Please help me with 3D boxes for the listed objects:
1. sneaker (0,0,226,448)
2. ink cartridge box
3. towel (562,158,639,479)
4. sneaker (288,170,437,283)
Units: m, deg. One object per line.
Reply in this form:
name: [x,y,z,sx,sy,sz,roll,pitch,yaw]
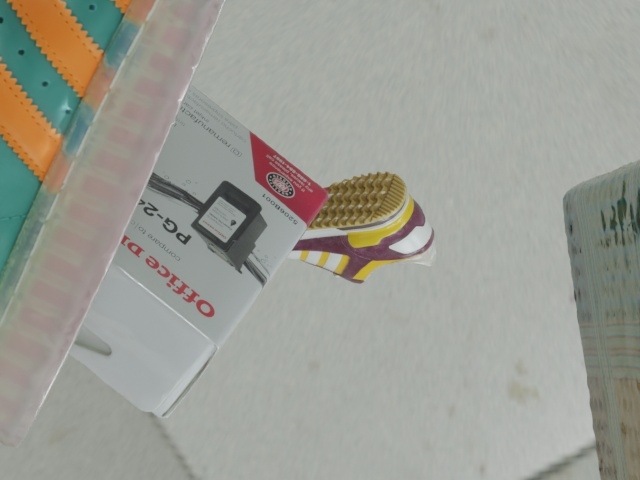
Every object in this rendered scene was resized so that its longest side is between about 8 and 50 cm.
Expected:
sneaker: [-0.096,-0.083,0.608,0.121,0.108,0.302,22,103,-10]
ink cartridge box: [-0.076,-0.001,0.944,0.109,0.150,0.063,38,127,-3]
towel: [0.213,0.083,1.148,0.040,0.370,0.272,-7,88,-5]
sneaker: [0.000,0.000,1.470,0.185,0.070,0.084,-2,137,36]
